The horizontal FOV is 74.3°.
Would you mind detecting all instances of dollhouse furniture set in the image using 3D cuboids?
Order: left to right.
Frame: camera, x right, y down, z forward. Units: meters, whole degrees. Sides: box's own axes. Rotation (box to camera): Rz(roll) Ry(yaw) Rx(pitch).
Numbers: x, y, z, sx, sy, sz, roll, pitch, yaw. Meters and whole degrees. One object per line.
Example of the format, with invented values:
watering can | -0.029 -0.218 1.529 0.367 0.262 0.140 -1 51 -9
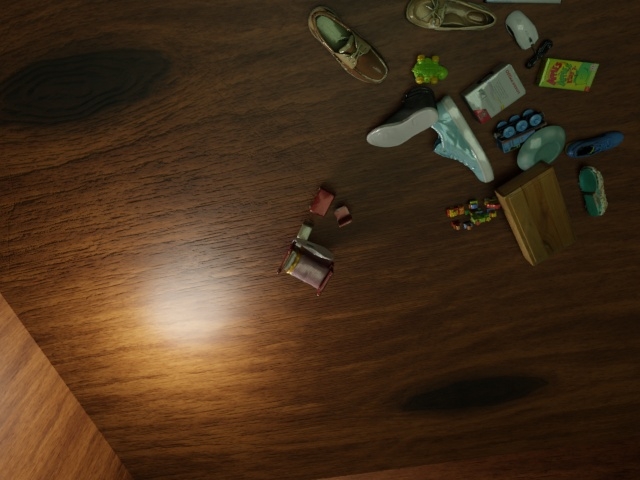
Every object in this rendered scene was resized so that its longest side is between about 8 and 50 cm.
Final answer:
dollhouse furniture set | 0.000 0.000 1.682 0.201 0.152 0.374 27 105 -3

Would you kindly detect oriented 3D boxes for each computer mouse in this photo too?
computer mouse | 0.696 -0.684 1.422 0.193 0.042 0.106 40 112 -19

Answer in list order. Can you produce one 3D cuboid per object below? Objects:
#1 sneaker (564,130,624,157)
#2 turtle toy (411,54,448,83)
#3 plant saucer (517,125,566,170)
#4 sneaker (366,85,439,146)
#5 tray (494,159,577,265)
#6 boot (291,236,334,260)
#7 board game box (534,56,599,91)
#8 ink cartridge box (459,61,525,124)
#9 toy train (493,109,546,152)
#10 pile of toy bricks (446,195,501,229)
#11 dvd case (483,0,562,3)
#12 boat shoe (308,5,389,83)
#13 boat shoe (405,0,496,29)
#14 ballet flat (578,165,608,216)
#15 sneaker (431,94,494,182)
sneaker | 1.038 -0.352 1.580 0.209 0.082 0.069 -14 116 6
turtle toy | 0.380 -0.585 1.463 0.130 0.066 0.095 3 95 -4
plant saucer | 0.837 -0.333 1.578 0.194 0.037 0.195 -10 136 -10
sneaker | 0.298 -0.447 1.530 0.104 0.147 0.295 32 146 -34
tray | 0.863 -0.095 1.675 0.202 0.076 0.411 -34 124 10
boot | -0.041 0.059 1.823 0.190 0.069 0.086 26 121 -3
board game box | 0.858 -0.581 1.477 0.181 0.043 0.092 5 119 -2
ink cartridge box | 0.608 -0.521 1.494 0.175 0.072 0.127 -35 112 18
toy train | 0.735 -0.405 1.558 0.184 0.080 0.105 -24 125 10
pile of toy bricks | 0.631 -0.097 1.706 0.212 0.105 0.118 -13 118 7
dvd case | 0.662 -0.857 1.341 0.253 0.022 0.180 1 119 0
boat shoe | 0.090 -0.640 1.406 0.324 0.120 0.122 33 114 -16
boat shoe | 0.423 -0.738 1.367 0.285 0.089 0.105 3 119 -1
ballet flat | 1.084 -0.205 1.671 0.077 0.091 0.241 -37 121 -15
sneaker | 0.504 -0.349 1.568 0.150 0.135 0.366 -31 106 24
